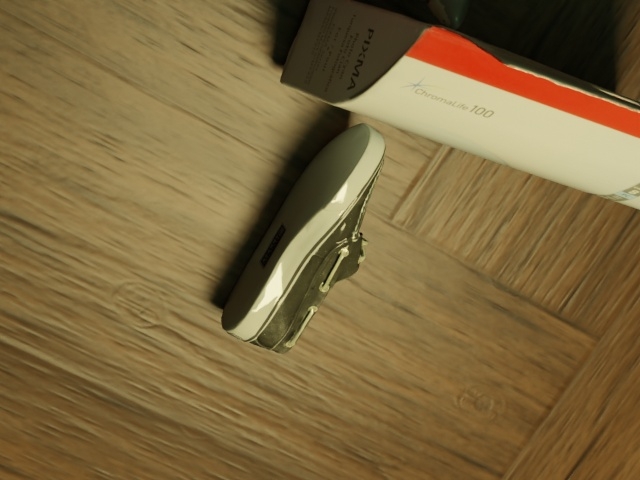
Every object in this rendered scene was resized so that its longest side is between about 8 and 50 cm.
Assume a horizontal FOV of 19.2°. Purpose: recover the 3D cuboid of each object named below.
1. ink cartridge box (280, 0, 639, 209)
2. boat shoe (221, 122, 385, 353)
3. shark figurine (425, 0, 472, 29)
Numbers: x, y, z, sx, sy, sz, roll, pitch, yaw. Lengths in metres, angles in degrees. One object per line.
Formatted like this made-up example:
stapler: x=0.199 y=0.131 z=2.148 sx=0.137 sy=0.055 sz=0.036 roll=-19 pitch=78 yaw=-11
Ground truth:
ink cartridge box: x=0.174 y=-0.083 z=1.431 sx=0.308 sy=0.385 sz=0.091 roll=18 pitch=98 yaw=-23
boat shoe: x=0.000 y=0.000 z=1.596 sx=0.070 sy=0.078 sz=0.219 roll=26 pitch=112 yaw=-24
shark figurine: x=0.113 y=-0.311 z=1.442 sx=0.116 sy=0.166 sz=0.278 roll=-2 pitch=105 yaw=-8
